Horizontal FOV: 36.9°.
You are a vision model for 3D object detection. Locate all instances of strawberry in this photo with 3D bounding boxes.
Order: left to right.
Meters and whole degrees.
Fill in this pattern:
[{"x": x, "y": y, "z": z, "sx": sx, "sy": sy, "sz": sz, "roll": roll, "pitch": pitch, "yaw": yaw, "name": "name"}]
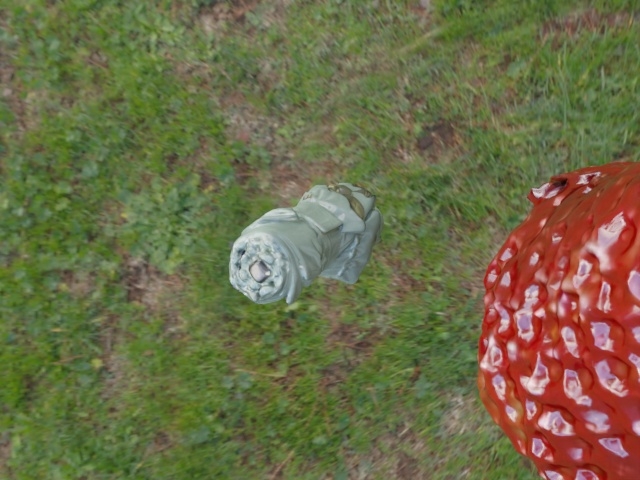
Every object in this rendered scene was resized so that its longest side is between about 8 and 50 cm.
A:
[{"x": 0.178, "y": 0.036, "z": 0.464, "sx": 0.205, "sy": 0.244, "sz": 0.205, "roll": -2, "pitch": 69, "yaw": 6, "name": "strawberry"}]

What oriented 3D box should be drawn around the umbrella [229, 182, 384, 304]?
[{"x": 0.000, "y": 0.000, "z": 0.596, "sx": 0.062, "sy": 0.143, "sz": 0.067, "roll": -8, "pitch": 96, "yaw": 32, "name": "umbrella"}]
